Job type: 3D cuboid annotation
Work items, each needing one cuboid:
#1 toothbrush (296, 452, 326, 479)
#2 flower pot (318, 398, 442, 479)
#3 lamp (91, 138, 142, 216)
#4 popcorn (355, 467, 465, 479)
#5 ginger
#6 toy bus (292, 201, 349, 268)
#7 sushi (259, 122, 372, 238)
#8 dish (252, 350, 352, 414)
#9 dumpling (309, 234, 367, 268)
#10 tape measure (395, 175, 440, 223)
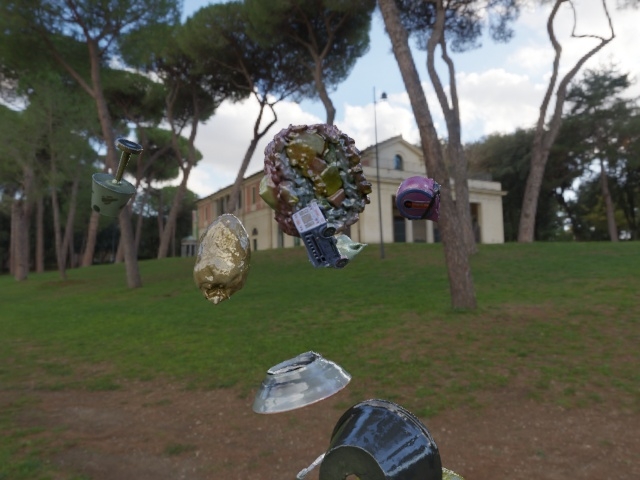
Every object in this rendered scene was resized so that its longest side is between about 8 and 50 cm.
[{"bbox_3d":[-0.019,0.837,1.891,0.025,0.030,0.307,41,8,20],"label":"toothbrush"},{"bbox_3d":[0.101,0.485,1.059,0.268,0.269,0.166,-4,-6,32],"label":"flower pot"},{"bbox_3d":[-0.576,-0.178,1.426,0.121,0.215,0.121,23,19,-9],"label":"lamp"},{"bbox_3d":[0.276,0.757,1.536,0.325,0.290,0.321,-25,-49,2],"label":"popcorn"},{"bbox_3d":[-0.241,0.036,1.276,0.137,0.267,0.152,2,-46,3],"label":"ginger"},{"bbox_3d":[0.000,0.000,1.052,0.076,0.073,0.167,-26,-41,-2],"label":"toy bus"},{"bbox_3d":[-0.032,-0.137,1.153,0.236,0.270,0.171,-26,18,-19],"label":"sushi"},{"bbox_3d":[-0.057,0.342,1.265,0.260,0.085,0.260,-16,-1,0],"label":"dish"},{"bbox_3d":[0.062,0.035,1.831,0.219,0.108,0.153,-13,15,1],"label":"dumpling"},{"bbox_3d":[0.260,-0.107,1.340,0.118,0.125,0.074,7,38,14],"label":"tape measure"}]
